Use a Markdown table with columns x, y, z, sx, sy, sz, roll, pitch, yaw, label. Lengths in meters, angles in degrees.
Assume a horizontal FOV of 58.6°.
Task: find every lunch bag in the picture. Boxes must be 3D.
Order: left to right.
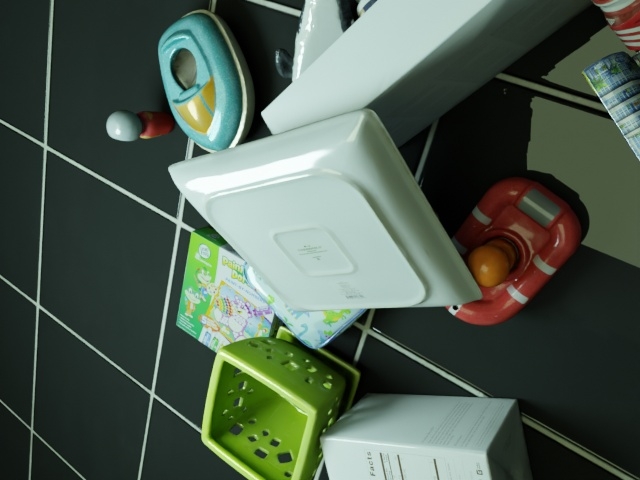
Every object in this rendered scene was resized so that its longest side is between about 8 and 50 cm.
| x | y | z | sx | sy | sz | roll | pitch | yaw | label |
| --- | --- | --- | --- | --- | --- | --- | --- | --- | --- |
| -0.014 | 0.070 | 1.032 | 0.219 | 0.090 | 0.176 | 47 | 106 | 6 | lunch bag |

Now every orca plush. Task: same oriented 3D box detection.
| x | y | z | sx | sy | sz | roll | pitch | yaw | label |
| --- | --- | --- | --- | --- | --- | --- | --- | --- | --- |
| -0.008 | -0.339 | 0.924 | 0.151 | 0.102 | 0.287 | -16 | 127 | 9 | orca plush |

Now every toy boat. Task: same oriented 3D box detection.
| x | y | z | sx | sy | sz | roll | pitch | yaw | label |
| --- | --- | --- | --- | --- | --- | --- | --- | --- | --- |
| -0.272 | -0.269 | 1.098 | 0.318 | 0.148 | 0.267 | -20 | 92 | 36 | toy boat |
| 0.254 | 0.027 | 0.827 | 0.151 | 0.151 | 0.231 | 41 | 122 | 18 | toy boat |

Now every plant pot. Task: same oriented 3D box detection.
| x | y | z | sx | sy | sz | roll | pitch | yaw | label |
| --- | --- | --- | --- | --- | --- | --- | --- | --- | --- |
| -0.063 | 0.307 | 1.083 | 0.227 | 0.207 | 0.228 | 26 | 117 | 26 | plant pot |

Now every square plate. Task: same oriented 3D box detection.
| x | y | z | sx | sy | sz | roll | pitch | yaw | label |
| --- | --- | --- | --- | --- | --- | --- | --- | --- | --- |
| 0.000 | 0.000 | 0.792 | 0.348 | 0.049 | 0.344 | -7 | 134 | 37 | square plate |

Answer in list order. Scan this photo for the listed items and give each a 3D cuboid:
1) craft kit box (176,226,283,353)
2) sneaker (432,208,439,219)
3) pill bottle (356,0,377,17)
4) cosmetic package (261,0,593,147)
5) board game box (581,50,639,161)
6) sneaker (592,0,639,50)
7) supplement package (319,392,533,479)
| x | y | z | sx | sy | sz | roll | pitch | yaw | label |
| --- | --- | --- | --- | --- | --- | --- | --- | --- | --- |
| -0.187 | 0.131 | 1.213 | 0.250 | 0.061 | 0.246 | 26 | 114 | 25 | craft kit box |
| 0.148 | 0.023 | 0.949 | 0.064 | 0.067 | 0.175 | 31 | 117 | 25 | sneaker |
| 0.098 | -0.347 | 0.879 | 0.067 | 0.067 | 0.120 | -33 | 84 | 36 | pill bottle |
| 0.145 | -0.243 | 0.744 | 0.377 | 0.284 | 0.097 | -34 | 83 | 35 | cosmetic package |
| 0.395 | -0.123 | 0.654 | 0.060 | 0.194 | 0.194 | -35 | 78 | 35 | board game box |
| 0.435 | -0.318 | 0.671 | 0.221 | 0.087 | 0.128 | -39 | 123 | 15 | sneaker |
| 0.179 | 0.376 | 0.958 | 0.293 | 0.178 | 0.175 | -8 | 99 | 35 | supplement package |
